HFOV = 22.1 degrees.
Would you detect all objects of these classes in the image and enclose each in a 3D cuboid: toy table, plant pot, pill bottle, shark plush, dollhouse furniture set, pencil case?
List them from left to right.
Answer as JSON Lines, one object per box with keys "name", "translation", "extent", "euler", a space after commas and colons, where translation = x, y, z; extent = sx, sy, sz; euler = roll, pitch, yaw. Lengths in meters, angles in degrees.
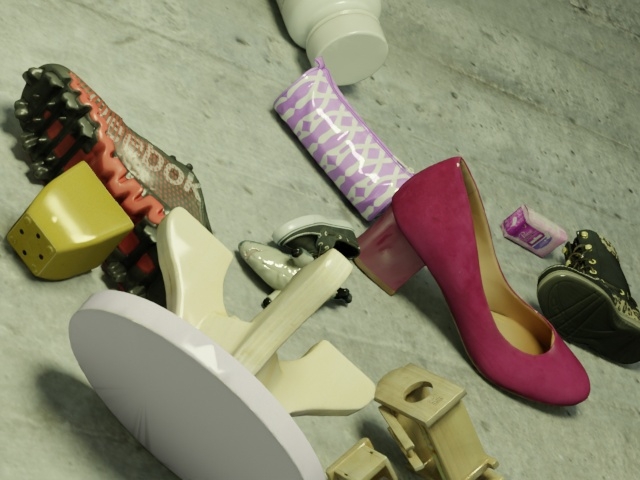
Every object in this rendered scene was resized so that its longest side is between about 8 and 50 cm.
{"name": "plant pot", "translation": [-0.243, -0.010, 1.535], "extent": [0.081, 0.081, 0.083], "euler": [51, 42, 5]}
{"name": "toy table", "translation": [-0.077, 0.110, 1.467], "extent": [0.274, 0.252, 0.161], "euler": [51, 50, -18]}
{"name": "shark plush", "translation": [-0.017, 0.034, 1.803], "extent": [0.161, 0.073, 0.067], "euler": [8, 18, -42]}
{"name": "pill bottle", "translation": [0.009, -0.322, 2.171], "extent": [0.131, 0.131, 0.229], "euler": [17, 42, -42]}
{"name": "pencil case", "translation": [0.033, -0.119, 2.009], "extent": [0.206, 0.088, 0.086], "euler": [49, 28, 2]}
{"name": "dollhouse furniture set", "translation": [0.091, 0.252, 1.699], "extent": [0.161, 0.101, 0.182], "euler": [-38, 122, -22]}

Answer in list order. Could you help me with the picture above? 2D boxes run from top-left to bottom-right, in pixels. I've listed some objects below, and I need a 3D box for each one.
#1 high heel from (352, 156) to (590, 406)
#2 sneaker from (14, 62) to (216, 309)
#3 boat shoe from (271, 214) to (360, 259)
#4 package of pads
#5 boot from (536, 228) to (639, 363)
{"name": "high heel", "translation": [0.227, 0.059, 1.958], "extent": [0.377, 0.181, 0.127], "euler": [34, 33, -23]}
{"name": "sneaker", "translation": [-0.196, -0.061, 1.633], "extent": [0.276, 0.097, 0.135], "euler": [54, 30, 6]}
{"name": "boat shoe", "translation": [0.000, 0.000, 1.867], "extent": [0.142, 0.049, 0.040], "euler": [1, 54, -55]}
{"name": "package of pads", "translation": [0.295, -0.012, 2.263], "extent": [0.083, 0.050, 0.032], "euler": [28, 35, -32]}
{"name": "boot", "translation": [0.355, 0.054, 2.232], "extent": [0.236, 0.085, 0.179], "euler": [32, 31, -38]}
